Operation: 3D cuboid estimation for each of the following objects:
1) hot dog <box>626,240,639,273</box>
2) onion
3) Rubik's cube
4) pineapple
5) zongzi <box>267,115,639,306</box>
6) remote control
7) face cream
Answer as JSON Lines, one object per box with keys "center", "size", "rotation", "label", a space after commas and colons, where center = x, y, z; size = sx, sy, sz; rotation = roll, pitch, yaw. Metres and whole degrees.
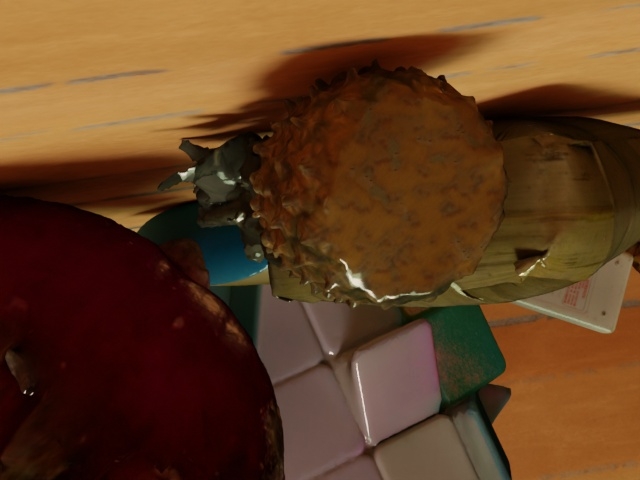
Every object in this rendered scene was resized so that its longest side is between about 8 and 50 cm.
{"center": [0.409, -0.012, 1.717], "size": [0.175, 0.114, 0.259], "rotation": [-14, 175, 18], "label": "hot dog"}
{"center": [-0.165, 0.109, 1.042], "size": [0.348, 0.347, 0.385], "rotation": [-11, -157, 28], "label": "onion"}
{"center": [0.011, 0.154, 1.613], "size": [0.368, 0.387, 0.358], "rotation": [13, 163, -21], "label": "Rubik's cube"}
{"center": [-0.005, -0.028, 0.807], "size": [0.125, 0.125, 0.251], "rotation": [-7, -174, -19], "label": "pineapple"}
{"center": [0.112, -0.028, 1.040], "size": [0.228, 0.115, 0.256], "rotation": [-7, -172, 37], "label": "zongzi"}
{"center": [0.216, 0.026, 1.601], "size": [0.190, 0.087, 0.029], "rotation": [17, 173, -18], "label": "remote control"}
{"center": [0.000, 0.000, 1.293], "size": [0.139, 0.067, 0.285], "rotation": [-3, 178, 43], "label": "face cream"}
